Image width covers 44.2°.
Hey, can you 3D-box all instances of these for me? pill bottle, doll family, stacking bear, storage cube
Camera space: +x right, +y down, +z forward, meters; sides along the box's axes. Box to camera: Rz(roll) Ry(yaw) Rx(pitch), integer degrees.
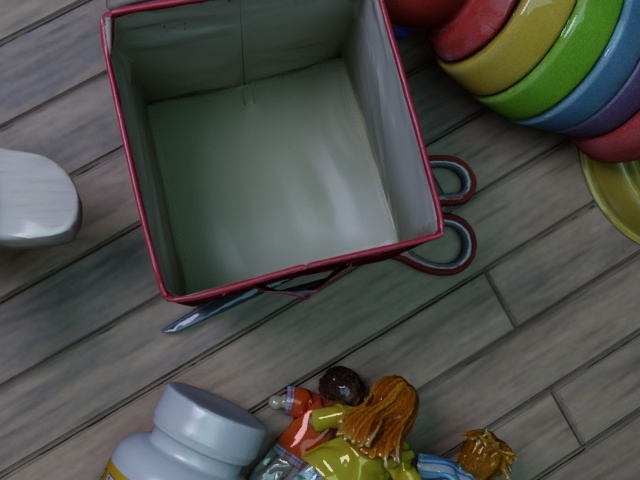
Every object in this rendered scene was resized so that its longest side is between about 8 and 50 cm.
[{"bbox_3d":[-0.124,0.222,0.607,0.117,0.117,0.208,26,85,-7],"label":"pill bottle"},{"bbox_3d":[0.070,0.205,0.635,0.263,0.118,0.163,38,83,-5],"label":"doll family"},{"bbox_3d":[0.152,-0.182,0.606,0.289,0.164,0.175,21,47,-23],"label":"stacking bear"},{"bbox_3d":[-0.038,-0.060,0.581,0.183,0.193,0.215,-14,86,-6],"label":"storage cube"}]

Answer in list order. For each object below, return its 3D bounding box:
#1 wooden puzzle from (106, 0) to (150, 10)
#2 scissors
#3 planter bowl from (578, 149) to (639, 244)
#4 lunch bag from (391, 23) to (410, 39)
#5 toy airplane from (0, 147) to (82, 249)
[{"bbox_3d":[-0.047,-0.279,0.553,0.238,0.044,0.221,-8,75,20],"label":"wooden puzzle"},{"bbox_3d":[0.000,0.000,0.685,0.297,0.021,0.109,-12,91,-7],"label":"scissors"},{"bbox_3d":[0.352,-0.094,0.702,0.217,0.090,0.217,0,88,-9],"label":"planter bowl"},{"bbox_3d":[0.016,-0.322,0.652,0.221,0.138,0.293,21,94,-10],"label":"lunch bag"},{"bbox_3d":[-0.411,-0.023,0.496,0.386,0.272,0.384,-43,94,-7],"label":"toy airplane"}]
